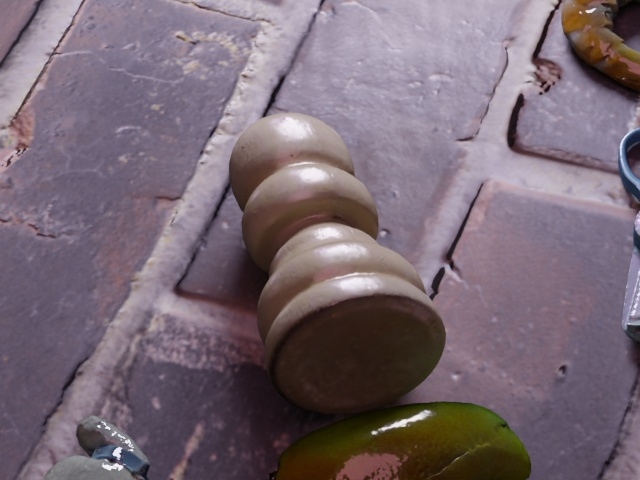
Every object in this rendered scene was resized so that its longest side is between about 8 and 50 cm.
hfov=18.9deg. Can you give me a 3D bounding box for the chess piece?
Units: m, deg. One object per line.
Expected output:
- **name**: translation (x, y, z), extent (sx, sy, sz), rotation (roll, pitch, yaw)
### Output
- **chess piece**: translation (0.000, 0.000, 1.798), extent (0.167, 0.167, 0.300), rotation (-14, 48, -5)

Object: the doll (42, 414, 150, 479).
- **doll**: translation (-0.201, 0.249, 1.677), extent (0.103, 0.071, 0.214), rotation (1, 57, 8)

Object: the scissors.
- **scissors**: translation (0.327, -0.008, 1.838), extent (0.125, 0.030, 0.256), rotation (12, 53, 13)

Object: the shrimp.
- **shrimp**: translation (0.335, -0.233, 1.996), extent (0.161, 0.049, 0.166), rotation (-26, 56, -10)

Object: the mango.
- **mango**: translation (0.073, 0.204, 1.662), extent (0.233, 0.111, 0.125), rotation (-5, 66, -13)
